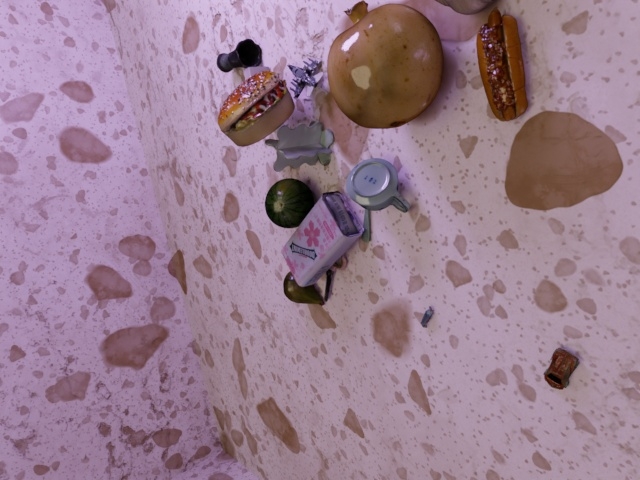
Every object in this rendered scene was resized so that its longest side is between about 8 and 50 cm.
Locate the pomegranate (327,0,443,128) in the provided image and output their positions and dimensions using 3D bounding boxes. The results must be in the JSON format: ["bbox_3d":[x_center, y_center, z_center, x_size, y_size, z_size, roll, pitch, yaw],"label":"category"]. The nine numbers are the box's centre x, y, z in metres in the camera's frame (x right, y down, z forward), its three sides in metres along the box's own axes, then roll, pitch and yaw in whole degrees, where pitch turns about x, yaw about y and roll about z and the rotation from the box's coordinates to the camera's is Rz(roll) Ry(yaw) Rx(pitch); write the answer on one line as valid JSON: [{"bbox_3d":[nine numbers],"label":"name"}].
[{"bbox_3d":[0.155,-0.446,1.159,0.319,0.318,0.320,25,123,45],"label":"pomegranate"}]

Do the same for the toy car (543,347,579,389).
[{"bbox_3d":[0.589,0.320,1.125,0.059,0.035,0.122,32,126,37],"label":"toy car"}]

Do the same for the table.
[{"bbox_3d":[-0.076,-0.325,1.579,0.166,0.198,0.167,24,122,45],"label":"table"}]

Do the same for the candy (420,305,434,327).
[{"bbox_3d":[0.336,0.242,1.433,0.030,0.020,0.083,45,134,32],"label":"candy"}]

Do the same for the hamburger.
[{"bbox_3d":[-0.230,-0.467,1.595,0.300,0.300,0.176,1,138,52],"label":"hamburger"}]

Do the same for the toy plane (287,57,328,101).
[{"bbox_3d":[-0.066,-0.568,1.567,0.234,0.082,0.160,44,109,31],"label":"toy plane"}]

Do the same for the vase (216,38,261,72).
[{"bbox_3d":[-0.337,-0.733,1.839,0.237,0.115,0.116,16,117,54],"label":"vase"}]

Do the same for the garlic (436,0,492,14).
[{"bbox_3d":[0.295,-0.607,0.973,0.218,0.212,0.219,21,121,40],"label":"garlic"}]

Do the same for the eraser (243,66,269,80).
[{"bbox_3d":[-0.228,-0.551,1.769,0.052,0.095,0.226,5,108,52],"label":"eraser"}]

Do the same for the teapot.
[{"bbox_3d":[0.173,-0.155,1.396,0.231,0.158,0.159,32,129,28],"label":"teapot"}]

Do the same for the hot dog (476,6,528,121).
[{"bbox_3d":[0.404,-0.394,1.032,0.102,0.076,0.250,2,107,56],"label":"hot dog"}]

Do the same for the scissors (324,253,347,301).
[{"bbox_3d":[0.039,0.105,1.759,0.160,0.024,0.318,34,129,39],"label":"scissors"}]

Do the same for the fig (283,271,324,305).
[{"bbox_3d":[-0.077,0.209,1.873,0.185,0.126,0.133,43,122,39],"label":"fig"}]

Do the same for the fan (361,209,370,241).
[{"bbox_3d":[0.158,-0.085,1.532,0.038,0.016,0.193,25,124,42],"label":"fan"}]

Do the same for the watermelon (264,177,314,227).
[{"bbox_3d":[-0.112,-0.141,1.728,0.187,0.214,0.188,3,99,18],"label":"watermelon"}]

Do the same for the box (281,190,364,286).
[{"bbox_3d":[0.000,0.000,1.661,0.370,0.112,0.190,-47,64,44],"label":"box"}]
